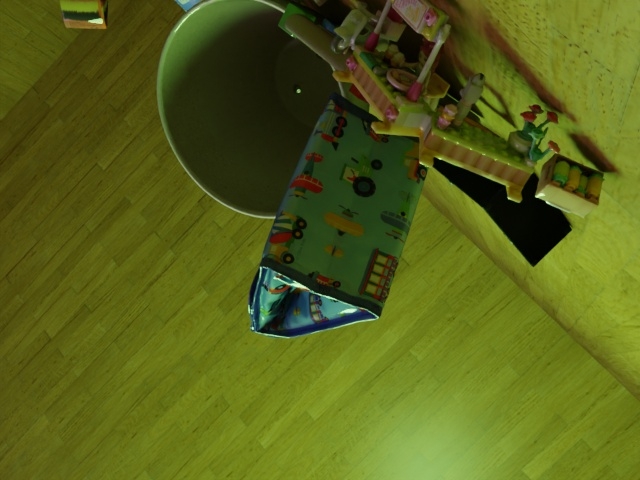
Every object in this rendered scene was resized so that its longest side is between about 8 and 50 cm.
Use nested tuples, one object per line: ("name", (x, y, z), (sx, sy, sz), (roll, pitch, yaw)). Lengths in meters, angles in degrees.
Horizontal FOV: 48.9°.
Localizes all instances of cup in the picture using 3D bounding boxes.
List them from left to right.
("cup", (-0.051, -0.230, 1.107), (0.331, 0.331, 0.237), (45, -142, 4))

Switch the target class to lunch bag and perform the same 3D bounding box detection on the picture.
("lunch bag", (0.000, 0.000, 0.863), (0.138, 0.220, 0.293), (24, 157, -7))

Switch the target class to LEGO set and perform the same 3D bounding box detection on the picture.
("LEGO set", (0.122, -0.132, 0.596), (0.287, 0.107, 0.132), (42, -141, 22))

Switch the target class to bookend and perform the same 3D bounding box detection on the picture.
("bookend", (0.225, -0.067, 0.920), (0.156, 0.072, 0.157), (39, -172, -42))

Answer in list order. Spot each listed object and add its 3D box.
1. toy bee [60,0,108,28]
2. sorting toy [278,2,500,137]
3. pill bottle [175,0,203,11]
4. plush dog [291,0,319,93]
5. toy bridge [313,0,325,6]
("toy bee", (-0.324, -0.433, 0.932), (0.298, 0.195, 0.162), (59, 158, 27))
("sorting toy", (0.067, -0.181, 0.810), (0.196, 0.047, 0.347), (13, -154, -40))
("pill bottle", (-0.214, -0.512, 1.423), (0.272, 0.152, 0.152), (41, -173, -32))
("plush dog", (-0.058, -0.327, 1.328), (0.225, 0.262, 0.210), (54, -142, -4))
("toy bridge", (-0.042, -0.353, 0.850), (0.063, 0.026, 0.188), (50, -173, 24))
